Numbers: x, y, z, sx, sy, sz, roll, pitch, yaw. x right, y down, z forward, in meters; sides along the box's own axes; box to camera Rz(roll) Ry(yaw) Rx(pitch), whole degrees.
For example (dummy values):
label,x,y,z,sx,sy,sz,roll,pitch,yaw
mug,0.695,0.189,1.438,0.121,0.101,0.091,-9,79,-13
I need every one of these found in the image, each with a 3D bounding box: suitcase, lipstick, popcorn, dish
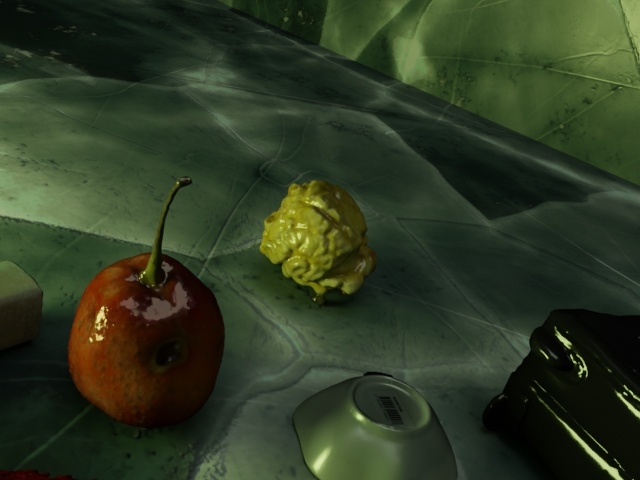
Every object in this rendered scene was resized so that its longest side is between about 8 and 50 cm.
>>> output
label,x,y,z,sx,sy,sz,roll,pitch,yaw
suitcase,0.414,0.230,0.865,0.339,0.188,0.345,5,26,-35
lipstick,-0.402,0.092,0.741,0.077,0.079,0.253,32,31,26
popcorn,0.000,0.000,1.091,0.180,0.170,0.180,7,10,-1
dish,0.068,0.197,0.825,0.191,0.066,0.190,13,26,-6

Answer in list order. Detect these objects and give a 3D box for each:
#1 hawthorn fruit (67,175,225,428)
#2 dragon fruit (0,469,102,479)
label,x,y,z,sx,sy,sz,roll,pitch,yaw
hawthorn fruit,-0.166,0.049,0.733,0.165,0.285,0.165,6,33,-4
dragon fruit,-0.206,0.232,0.502,0.344,0.100,0.282,14,-3,-15
